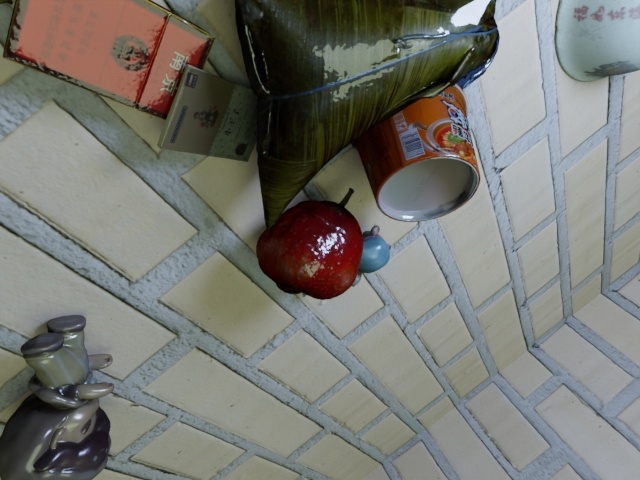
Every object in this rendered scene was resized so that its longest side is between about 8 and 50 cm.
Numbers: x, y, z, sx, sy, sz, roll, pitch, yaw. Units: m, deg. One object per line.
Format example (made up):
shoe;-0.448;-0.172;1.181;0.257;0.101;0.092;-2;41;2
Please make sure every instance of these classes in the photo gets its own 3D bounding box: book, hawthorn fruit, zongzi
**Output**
book;-0.171;-0.207;0.720;0.199;0.016;0.138;-5;129;-56
hawthorn fruit;0.000;0.000;0.899;0.210;0.230;0.266;41;73;-8
zongzi;0.074;-0.216;0.716;0.404;0.207;0.431;-3;119;-5

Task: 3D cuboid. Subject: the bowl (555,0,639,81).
bowl;0.775;-0.558;0.940;0.435;0.196;0.434;-15;128;-19

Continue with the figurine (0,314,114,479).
figurine;-0.532;0.347;0.845;0.203;0.248;0.380;3;108;-26

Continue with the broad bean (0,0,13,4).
broad bean;-0.451;-0.415;0.432;0.075;0.067;0.325;-31;128;-8

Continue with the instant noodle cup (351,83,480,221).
instant noodle cup;0.189;-0.169;0.827;0.251;0.192;0.250;-4;147;-2

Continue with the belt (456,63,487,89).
belt;0.232;-0.377;0.808;0.128;0.122;0.218;-35;134;1

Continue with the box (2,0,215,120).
box;-0.296;-0.286;0.605;0.240;0.074;0.153;15;110;-38

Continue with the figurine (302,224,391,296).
figurine;0.065;0.078;1.060;0.260;0.102;0.205;-31;131;6
